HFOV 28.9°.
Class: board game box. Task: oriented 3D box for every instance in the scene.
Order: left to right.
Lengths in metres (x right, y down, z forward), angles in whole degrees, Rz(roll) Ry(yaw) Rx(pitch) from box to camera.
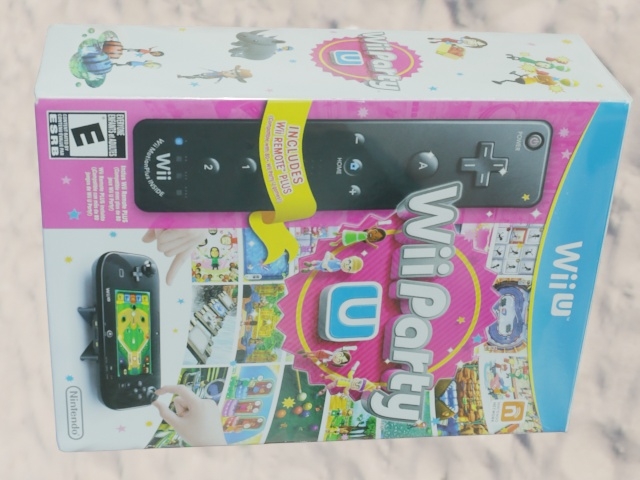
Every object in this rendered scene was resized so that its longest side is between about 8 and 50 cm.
[{"bbox_3d":[0.000,0.000,0.705,0.097,0.303,0.224,-105,16,-59],"label":"board game box"}]
